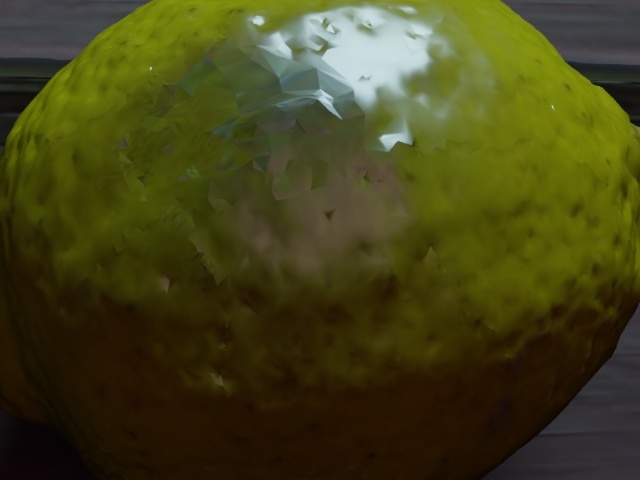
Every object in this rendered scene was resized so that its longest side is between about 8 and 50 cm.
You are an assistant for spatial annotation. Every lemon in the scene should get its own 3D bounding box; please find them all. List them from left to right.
[{"bbox_3d":[0.000,0.000,0.689,0.310,0.253,0.253,-19,81,-1],"label":"lemon"}]
